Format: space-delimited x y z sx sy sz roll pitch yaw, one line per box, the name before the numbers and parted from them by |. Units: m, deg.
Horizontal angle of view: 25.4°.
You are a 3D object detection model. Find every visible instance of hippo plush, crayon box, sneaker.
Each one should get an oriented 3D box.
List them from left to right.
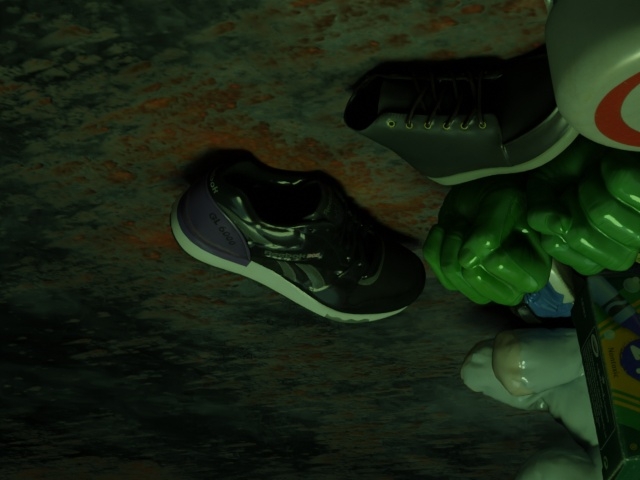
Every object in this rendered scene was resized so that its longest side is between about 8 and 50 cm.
sneaker | 0.000 0.000 1.427 0.283 0.107 0.124 17 148 -24
sneaker | 0.119 -0.107 1.168 0.118 0.083 0.222 21 154 -29
sneaker | 0.233 0.050 1.533 0.085 0.058 0.152 -13 158 19
hippo plush | 0.317 0.218 1.627 0.294 0.236 0.234 -6 170 1
crayon box | 0.436 0.133 1.447 0.323 0.203 0.083 -2 150 -7

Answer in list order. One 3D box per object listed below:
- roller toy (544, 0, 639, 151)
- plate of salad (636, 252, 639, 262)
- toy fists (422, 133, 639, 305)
roller toy | 0.245 -0.159 0.939 0.209 0.146 0.191 -24 152 39
plate of salad | 0.324 -0.010 1.387 0.200 0.048 0.200 5 157 2
toy fists | 0.199 -0.030 1.253 0.096 0.142 0.279 23 151 -34
